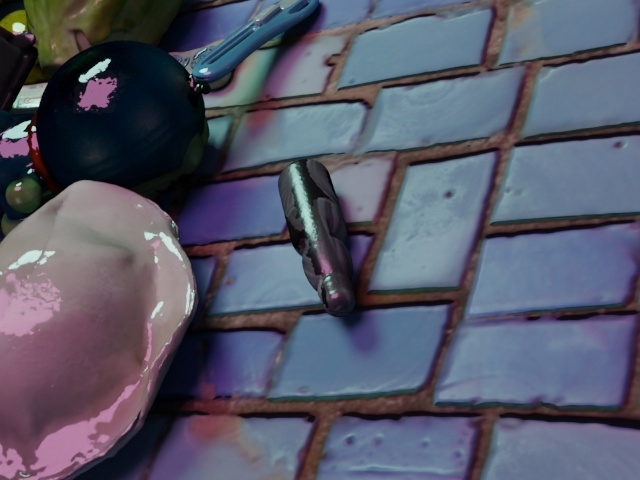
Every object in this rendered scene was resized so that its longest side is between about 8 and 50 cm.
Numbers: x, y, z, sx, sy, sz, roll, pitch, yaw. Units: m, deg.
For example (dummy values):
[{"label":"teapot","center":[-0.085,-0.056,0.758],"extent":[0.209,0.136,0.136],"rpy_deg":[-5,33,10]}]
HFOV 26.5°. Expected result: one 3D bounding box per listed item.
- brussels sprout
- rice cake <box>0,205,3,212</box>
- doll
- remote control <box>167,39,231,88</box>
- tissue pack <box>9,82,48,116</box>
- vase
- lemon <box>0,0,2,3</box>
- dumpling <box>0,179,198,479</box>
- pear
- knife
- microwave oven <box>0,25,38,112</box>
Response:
[{"label":"brussels sprout","center":[-0.292,-0.327,1.813],"extent":[0.219,0.210,0.271],"rpy_deg":[-10,61,34]},{"label":"rice cake","center":[-0.465,-0.079,1.818],"extent":[0.189,0.037,0.198],"rpy_deg":[-44,40,-8]},{"label":"doll","center":[-0.268,-0.122,1.604],"extent":[0.322,0.186,0.198],"rpy_deg":[-23,32,16]},{"label":"remote control","center":[-0.165,-0.219,1.740],"extent":[0.122,0.032,0.074],"rpy_deg":[-10,47,29]},{"label":"tissue pack","center":[-0.390,-0.190,1.856],"extent":[0.108,0.023,0.056],"rpy_deg":[-4,43,8]},{"label":"vase","center":[0.000,0.000,1.392],"extent":[0.060,0.060,0.211],"rpy_deg":[-28,40,11]},{"label":"lemon","center":[-0.637,-0.450,2.071],"extent":[0.350,0.350,0.387],"rpy_deg":[1,80,36]},{"label":"dumpling","center":[-0.254,0.097,1.412],"extent":[0.260,0.181,0.341],"rpy_deg":[17,39,26]},{"label":"pear","center":[-0.409,-0.270,1.906],"extent":[0.107,0.107,0.131],"rpy_deg":[-36,46,1]},{"label":"knife","center":[-0.079,-0.253,1.666],"extent":[0.064,0.031,0.222],"rpy_deg":[12,41,38]},{"label":"microwave oven","center":[-0.487,-0.166,1.708],"extent":[0.178,0.188,0.247],"rpy_deg":[-18,45,58]}]
